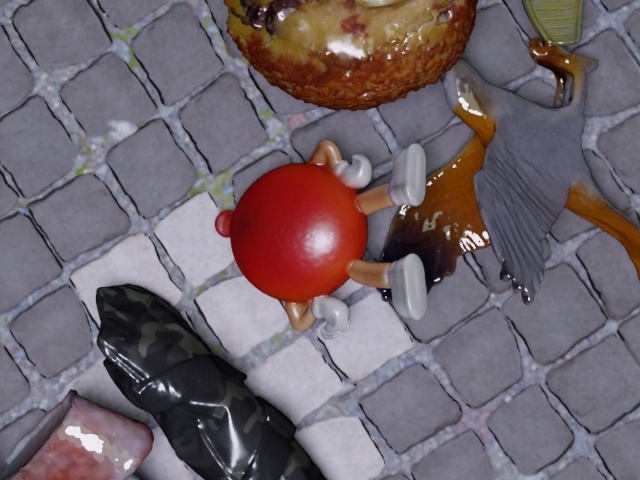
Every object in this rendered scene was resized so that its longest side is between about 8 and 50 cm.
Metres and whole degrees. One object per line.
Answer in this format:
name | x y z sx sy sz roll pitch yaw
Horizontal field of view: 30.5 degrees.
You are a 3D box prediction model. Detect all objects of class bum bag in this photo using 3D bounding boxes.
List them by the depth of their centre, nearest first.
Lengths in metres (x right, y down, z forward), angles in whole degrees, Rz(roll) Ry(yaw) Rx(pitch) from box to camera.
bum bag | -0.090 0.168 1.072 0.095 0.144 0.340 -42 89 10

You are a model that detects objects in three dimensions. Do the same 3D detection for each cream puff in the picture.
cream puff | 0.027 -0.220 1.068 0.240 0.164 0.240 1 70 -4

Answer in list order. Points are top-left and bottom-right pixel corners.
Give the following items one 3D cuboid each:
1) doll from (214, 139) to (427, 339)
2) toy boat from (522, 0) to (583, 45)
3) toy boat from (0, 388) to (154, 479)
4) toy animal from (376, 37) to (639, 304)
doll | 0.000 0.000 1.085 0.217 0.085 0.183 -4 81 30
toy boat | 0.218 -0.258 1.111 0.065 0.066 0.172 -2 73 0
toy boat | -0.156 0.266 1.086 0.282 0.096 0.206 36 127 -13
toy animal | 0.237 -0.044 1.090 0.284 0.225 0.302 14 76 -18
